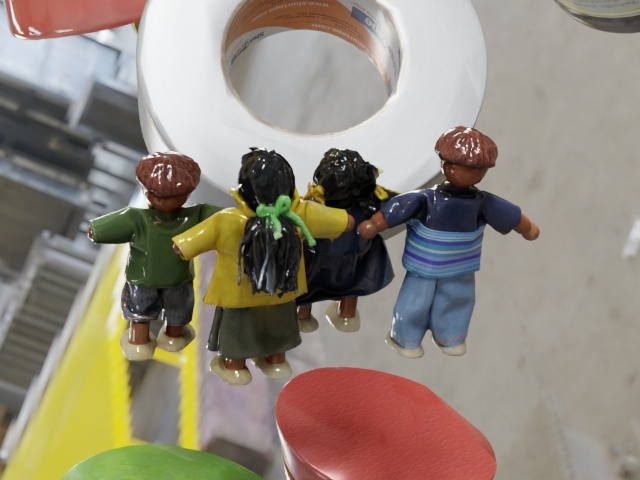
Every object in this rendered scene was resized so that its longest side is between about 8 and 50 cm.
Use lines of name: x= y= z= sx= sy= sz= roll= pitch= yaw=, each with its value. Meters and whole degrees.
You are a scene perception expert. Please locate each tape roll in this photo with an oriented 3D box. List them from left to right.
tape roll: x=-0.007 y=-0.102 z=1.104 sx=0.072 sy=0.219 sz=0.219 roll=103 pitch=-179 yaw=-67

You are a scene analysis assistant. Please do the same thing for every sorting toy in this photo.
sorting toy: x=-0.062 y=0.177 z=0.854 sx=0.127 sy=0.365 sz=0.126 roll=35 pitch=124 yaw=30

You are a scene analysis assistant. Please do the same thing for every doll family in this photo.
doll family: x=0.000 y=0.000 z=0.751 sx=0.076 sy=0.193 sz=0.111 roll=44 pitch=134 yaw=50

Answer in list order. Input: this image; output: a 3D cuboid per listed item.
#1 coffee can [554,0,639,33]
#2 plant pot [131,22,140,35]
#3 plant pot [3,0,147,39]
coffee can: x=0.174 y=-0.294 z=1.205 sx=0.202 sy=0.275 sz=0.201 roll=-19 pitch=57 yaw=32
plant pot: x=-0.107 y=-0.197 z=1.432 sx=0.134 sy=0.134 sz=0.095 roll=-56 pitch=3 yaw=33
plant pot: x=-0.160 y=-0.320 z=1.416 sx=0.275 sy=0.275 sz=0.243 roll=-128 pitch=21 yaw=-70
